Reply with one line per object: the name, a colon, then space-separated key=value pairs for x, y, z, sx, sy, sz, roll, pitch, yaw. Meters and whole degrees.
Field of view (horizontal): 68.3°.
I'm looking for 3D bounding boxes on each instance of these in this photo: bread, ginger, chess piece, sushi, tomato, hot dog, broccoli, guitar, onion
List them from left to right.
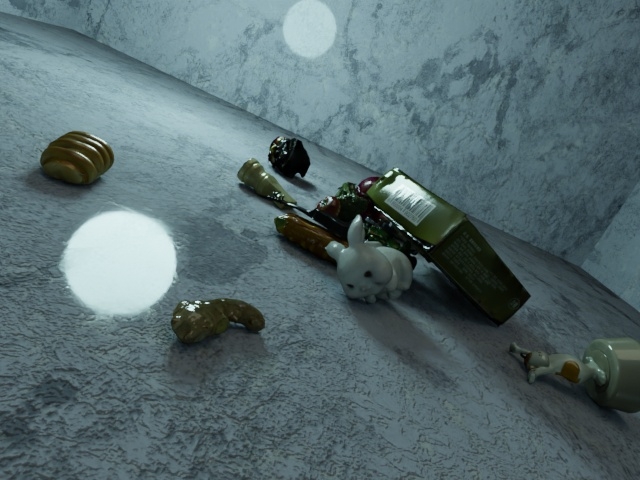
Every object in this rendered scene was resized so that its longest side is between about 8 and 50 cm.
bread: x=-0.522 y=-0.180 z=1.020 sx=0.120 sy=0.084 sz=0.177 roll=20 pitch=22 yaw=-15
ginger: x=-0.155 y=0.115 z=0.713 sx=0.069 sy=0.051 sz=0.174 roll=39 pitch=23 yaw=29
chess piece: x=-0.166 y=-0.171 z=1.516 sx=0.200 sy=0.090 sz=0.090 roll=41 pitch=20 yaw=10
sushi: x=-0.142 y=-0.353 z=1.957 sx=0.151 sy=0.152 sz=0.172 roll=29 pitch=8 yaw=24
guitar: x=-0.028 y=-0.075 z=1.254 sx=0.271 sy=0.038 sz=0.084 roll=28 pitch=9 yaw=21
hot dog: x=0.000 y=0.000 z=1.233 sx=0.269 sy=0.072 sz=0.115 roll=26 pitch=17 yaw=8
tomato: x=0.032 y=-0.103 z=1.572 sx=0.075 sy=0.087 sz=0.087 roll=46 pitch=5 yaw=-31
broccoli: x=0.096 y=-0.133 z=1.673 sx=0.146 sy=0.137 sz=0.162 roll=4 pitch=-7 yaw=3
onion: x=0.204 y=-0.125 z=1.769 sx=0.140 sy=0.195 sz=0.217 roll=-1 pitch=50 yaw=-3

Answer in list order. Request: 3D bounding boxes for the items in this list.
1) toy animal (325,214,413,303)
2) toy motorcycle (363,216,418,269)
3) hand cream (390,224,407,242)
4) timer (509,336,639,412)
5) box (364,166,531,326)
toy animal: x=0.116 y=0.054 z=1.096 sx=0.193 sy=0.127 sz=0.178 roll=22 pitch=41 yaw=-38
toy motorcycle: x=0.183 y=0.019 z=1.347 sx=0.187 sy=0.124 sz=0.274 roll=37 pitch=12 yaw=-4
hand cream: x=0.352 y=-0.004 z=1.745 sx=0.084 sy=0.083 sz=0.203 roll=4 pitch=32 yaw=-51
timer: x=0.604 y=0.304 z=1.120 sx=0.266 sy=0.175 sz=0.175 roll=6 pitch=18 yaw=0
box: x=0.359 y=0.013 z=1.357 sx=0.420 sy=0.138 sz=0.373 roll=40 pitch=7 yaw=-34
